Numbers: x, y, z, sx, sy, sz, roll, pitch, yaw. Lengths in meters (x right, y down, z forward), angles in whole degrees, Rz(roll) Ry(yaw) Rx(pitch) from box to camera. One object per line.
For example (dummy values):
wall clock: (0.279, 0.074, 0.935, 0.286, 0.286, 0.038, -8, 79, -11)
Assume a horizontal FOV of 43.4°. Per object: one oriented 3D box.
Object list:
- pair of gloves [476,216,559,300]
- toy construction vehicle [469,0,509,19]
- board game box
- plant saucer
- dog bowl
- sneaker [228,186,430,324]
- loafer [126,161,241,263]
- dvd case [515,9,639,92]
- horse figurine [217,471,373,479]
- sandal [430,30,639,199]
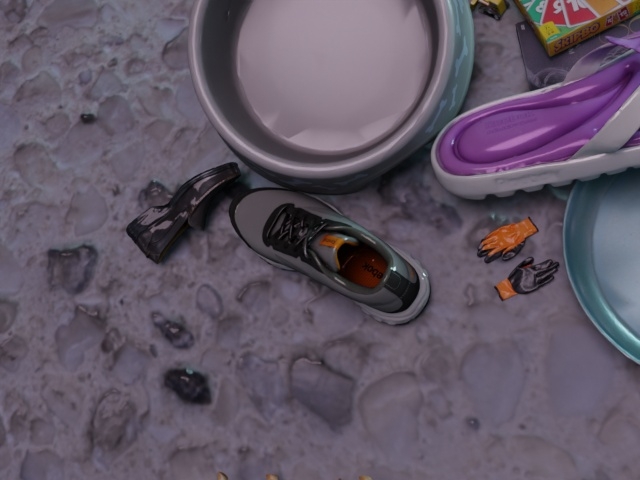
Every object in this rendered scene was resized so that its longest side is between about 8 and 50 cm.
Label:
pair of gloves: (0.218, 0.020, 0.895, 0.074, 0.010, 0.083, -28, 64, 9)
toy construction vehicle: (0.173, -0.293, 1.015, 0.098, 0.035, 0.086, 36, 86, 28)
board game box: (0.280, -0.349, 0.989, 0.124, 0.039, 0.259, -26, 56, 8)
plant saucer: (0.410, 0.000, 0.813, 0.318, 0.044, 0.317, -7, 69, 17)
dog bowl: (0.004, -0.225, 0.941, 0.349, 0.102, 0.348, 1, 95, 11)
sneaker: (0.000, 0.000, 0.931, 0.271, 0.108, 0.100, 26, 83, 28)
loafer: (-0.167, -0.037, 1.041, 0.170, 0.062, 0.061, -36, 84, 8)
dvd case: (0.350, -0.212, 0.929, 0.221, 0.018, 0.164, -12, 66, 16)
horse figurine: (-0.021, 0.334, 0.836, 0.263, 0.066, 0.174, -4, 67, 20)
sandal: (0.306, -0.155, 0.831, 0.416, 0.102, 0.169, -23, 45, 15)
